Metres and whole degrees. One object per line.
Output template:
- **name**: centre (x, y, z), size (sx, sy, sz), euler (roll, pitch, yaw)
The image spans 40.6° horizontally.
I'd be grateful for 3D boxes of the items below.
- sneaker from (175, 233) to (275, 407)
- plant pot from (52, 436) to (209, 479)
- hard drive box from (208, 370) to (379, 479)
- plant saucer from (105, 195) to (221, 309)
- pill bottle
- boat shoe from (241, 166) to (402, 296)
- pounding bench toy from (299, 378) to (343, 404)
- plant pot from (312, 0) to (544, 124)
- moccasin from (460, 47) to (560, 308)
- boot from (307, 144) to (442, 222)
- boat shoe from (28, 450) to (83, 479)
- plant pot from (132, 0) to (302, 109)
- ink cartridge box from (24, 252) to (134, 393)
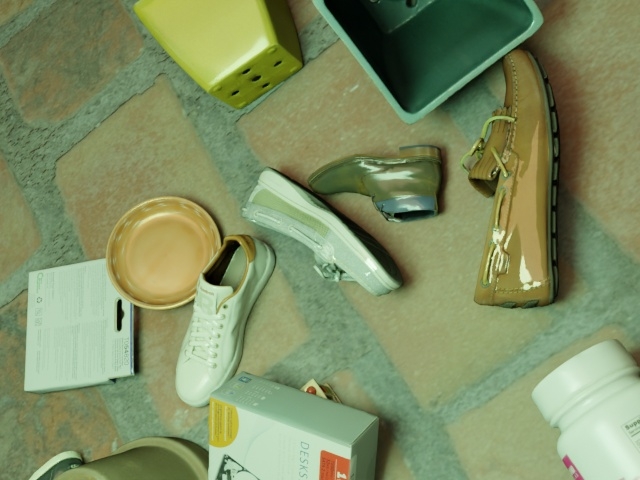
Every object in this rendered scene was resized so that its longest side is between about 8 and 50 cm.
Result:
- **sneaker**: centre (-0.177, 0.121, 1.380), size (0.105, 0.123, 0.290), euler (17, 83, 26)
- **plant pot**: centre (-0.293, 0.414, 1.282), size (0.263, 0.229, 0.263), euler (-8, 70, 23)
- **hard drive box**: centre (-0.042, 0.311, 1.235), size (0.232, 0.089, 0.181), euler (12, 112, 27)
- **plant saucer**: centre (-0.264, 0.024, 1.472), size (0.199, 0.037, 0.200), euler (-2, 73, 6)
- **pill bottle**: centre (0.393, 0.272, 1.053), size (0.160, 0.160, 0.283), euler (-37, 62, 10)
- **boat shoe**: centre (-0.002, -0.001, 1.347), size (0.320, 0.118, 0.103), euler (39, 98, 33)
- **pounding bench toy**: centre (0.002, 0.256, 1.288), size (0.052, 0.065, 0.083), euler (-42, 63, 7)
- **plant pot**: centre (0.138, -0.376, 1.309), size (0.247, 0.248, 0.252), euler (-36, 25, 11)
- **moccasin**: centre (0.269, -0.092, 1.245), size (0.146, 0.139, 0.380), euler (1, 84, 15)
- **boot**: centre (0.084, -0.076, 1.345), size (0.219, 0.082, 0.106), euler (-11, 67, 19)
- **boat shoe**: centre (-0.478, 0.453, 1.435), size (0.233, 0.084, 0.079), euler (-42, 62, 4)
- **plant pot**: centre (-0.150, -0.349, 1.477), size (0.212, 0.212, 0.187), euler (-32, 77, 12)
- **ink cartridge box**: centre (-0.413, 0.147, 1.521), size (0.223, 0.045, 0.223), euler (-10, 71, 19)
